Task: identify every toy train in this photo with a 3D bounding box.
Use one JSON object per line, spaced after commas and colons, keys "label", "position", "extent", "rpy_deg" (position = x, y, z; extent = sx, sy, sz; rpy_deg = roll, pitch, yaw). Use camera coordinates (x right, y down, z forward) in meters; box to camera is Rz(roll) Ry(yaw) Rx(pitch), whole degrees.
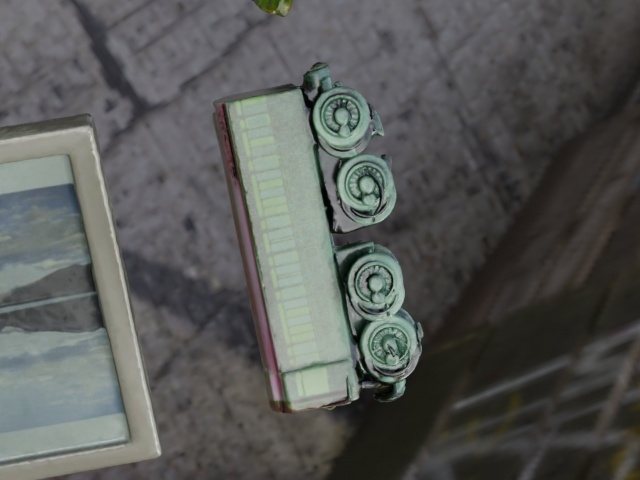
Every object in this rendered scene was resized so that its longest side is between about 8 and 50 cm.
{"label": "toy train", "position": [0.000, 0.000, 0.728], "extent": [0.038, 0.071, 0.148], "rpy_deg": [-73, 153, -78]}

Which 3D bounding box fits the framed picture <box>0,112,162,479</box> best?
{"label": "framed picture", "position": [-0.168, 0.036, 0.624], "extent": [0.015, 0.203, 0.150], "rpy_deg": [-103, -175, -57]}

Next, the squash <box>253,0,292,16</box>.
{"label": "squash", "position": [-0.032, -0.202, 0.895], "extent": [0.090, 0.075, 0.200], "rpy_deg": [-76, 153, -56]}
